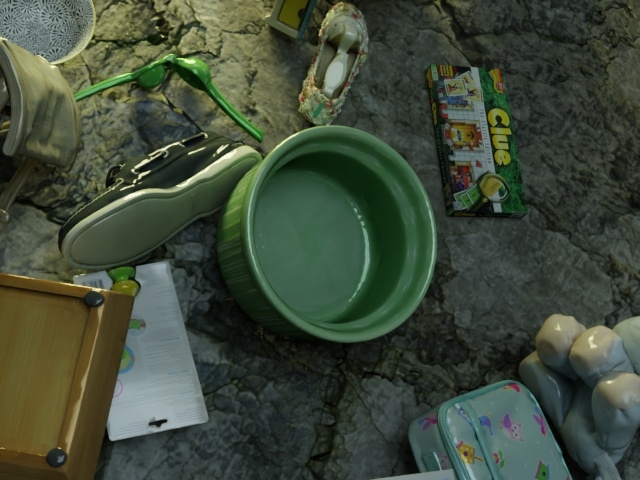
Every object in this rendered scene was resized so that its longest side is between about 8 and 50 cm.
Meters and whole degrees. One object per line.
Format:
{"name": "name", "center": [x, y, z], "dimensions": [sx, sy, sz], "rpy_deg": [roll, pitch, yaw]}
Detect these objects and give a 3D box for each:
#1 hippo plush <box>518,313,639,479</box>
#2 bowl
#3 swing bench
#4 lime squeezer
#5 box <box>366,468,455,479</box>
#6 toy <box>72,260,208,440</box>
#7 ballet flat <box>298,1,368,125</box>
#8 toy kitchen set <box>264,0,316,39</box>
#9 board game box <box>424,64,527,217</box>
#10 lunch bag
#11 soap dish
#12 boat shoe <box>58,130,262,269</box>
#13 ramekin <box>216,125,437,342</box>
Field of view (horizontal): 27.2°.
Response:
{"name": "hippo plush", "center": [0.467, 0.221, 1.943], "dimensions": [0.236, 0.234, 0.294], "rpy_deg": [-17, 76, -25]}
{"name": "bowl", "center": [-0.416, -0.311, 1.910], "dimensions": [0.170, 0.080, 0.170], "rpy_deg": [8, 67, -19]}
{"name": "swing bench", "center": [-0.433, -0.122, 1.678], "dimensions": [0.254, 0.253, 0.165], "rpy_deg": [-38, 85, 4]}
{"name": "lime squeezer", "center": [-0.232, -0.224, 1.971], "dimensions": [0.310, 0.059, 0.110], "rpy_deg": [8, 97, -19]}
{"name": "box", "center": [0.080, 0.348, 1.771], "dimensions": [0.145, 0.186, 0.038], "rpy_deg": [-3, 70, -22]}
{"name": "toy", "center": [-0.249, 0.152, 1.801], "dimensions": [0.136, 0.056, 0.237], "rpy_deg": [-9, 72, -20]}
{"name": "ballet flat", "center": [0.032, -0.287, 2.073], "dimensions": [0.091, 0.077, 0.241], "rpy_deg": [20, 63, -11]}
{"name": "toy kitchen set", "center": [-0.007, -0.369, 1.986], "dimensions": [0.122, 0.207, 0.166], "rpy_deg": [21, 107, -4]}
{"name": "board game box", "center": [0.251, -0.161, 2.133], "dimensions": [0.136, 0.030, 0.260], "rpy_deg": [1, 69, -23]}
{"name": "lunch bag", "center": [0.249, 0.346, 1.847], "dimensions": [0.224, 0.108, 0.279], "rpy_deg": [-9, 72, -46]}
{"name": "soap dish", "center": [-0.379, 0.177, 1.677], "dimensions": [0.228, 0.118, 0.291], "rpy_deg": [9, 67, 1]}
{"name": "boat shoe", "center": [-0.243, -0.072, 1.858], "dimensions": [0.340, 0.127, 0.113], "rpy_deg": [-32, 59, -30]}
{"name": "ramekin", "center": [0.000, 0.000, 1.872], "dimensions": [0.303, 0.148, 0.303], "rpy_deg": [5, 79, -28]}
